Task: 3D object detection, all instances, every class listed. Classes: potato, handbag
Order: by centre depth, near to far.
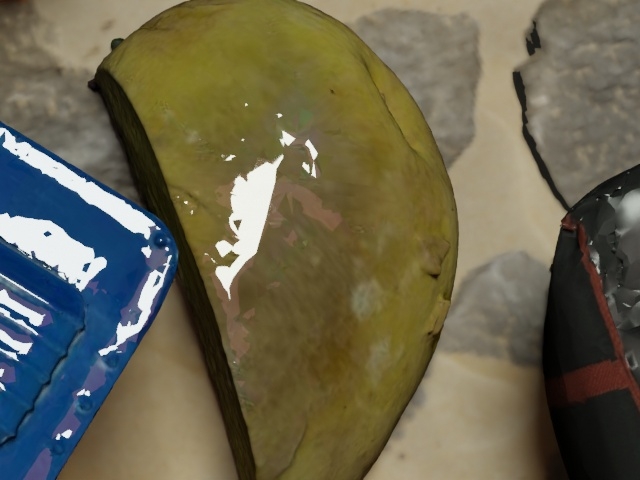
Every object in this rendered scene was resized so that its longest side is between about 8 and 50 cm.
[{"bbox_3d":[0.174,0.070,0.669,0.155,0.169,0.215,-21,85,1],"label":"handbag"},{"bbox_3d":[0.000,0.000,0.692,0.138,0.098,0.243,-18,84,-14],"label":"potato"}]

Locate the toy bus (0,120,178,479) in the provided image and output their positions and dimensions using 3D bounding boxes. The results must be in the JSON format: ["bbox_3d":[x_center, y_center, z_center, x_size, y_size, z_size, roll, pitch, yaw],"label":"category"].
[{"bbox_3d":[-0.209,-0.006,0.615,0.288,0.175,0.138,31,78,-3],"label":"toy bus"}]
